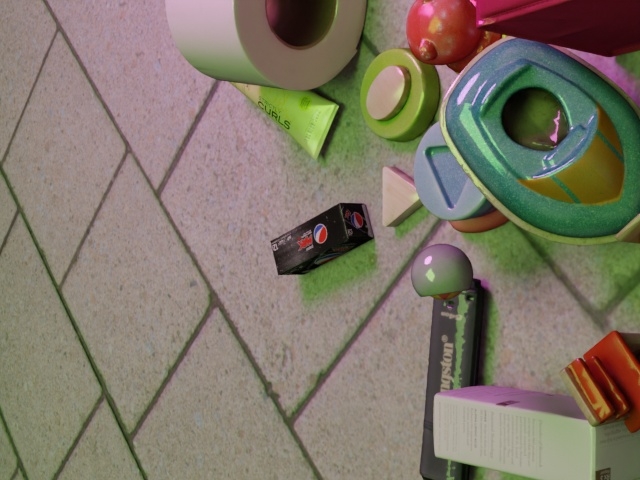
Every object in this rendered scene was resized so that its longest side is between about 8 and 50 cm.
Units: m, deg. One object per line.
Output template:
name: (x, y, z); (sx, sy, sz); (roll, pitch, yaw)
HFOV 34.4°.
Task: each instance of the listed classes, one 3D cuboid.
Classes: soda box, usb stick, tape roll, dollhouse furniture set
soda box: (0.000, 0.000, 1.539); (0.169, 0.053, 0.060); (-28, 70, 45)
usb stick: (0.172, 0.185, 1.354); (0.077, 0.045, 0.278); (9, 96, 48)
tape roll: (-0.077, -0.343, 1.487); (0.169, 0.246, 0.246); (17, 102, 46)
dollhouse furniture set: (0.384, 0.090, 1.052); (0.259, 0.135, 0.262); (-50, 55, 35)

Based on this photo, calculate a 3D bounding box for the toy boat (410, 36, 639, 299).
toy boat: (0.218, -0.057, 1.144); (0.267, 0.148, 0.318); (40, 93, 8)

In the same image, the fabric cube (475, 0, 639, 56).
fabric cube: (0.317, -0.349, 1.039); (0.254, 0.259, 0.258); (-6, 85, 47)

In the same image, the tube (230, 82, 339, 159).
tube: (-0.063, -0.224, 1.611); (0.240, 0.062, 0.070); (41, 160, 34)

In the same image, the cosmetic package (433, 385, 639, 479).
cosmetic package: (0.254, 0.226, 1.211); (0.231, 0.117, 0.085); (-1, 90, 47)

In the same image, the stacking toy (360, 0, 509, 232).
stacking toy: (0.127, -0.158, 1.343); (0.279, 0.130, 0.309); (-15, 78, 47)
